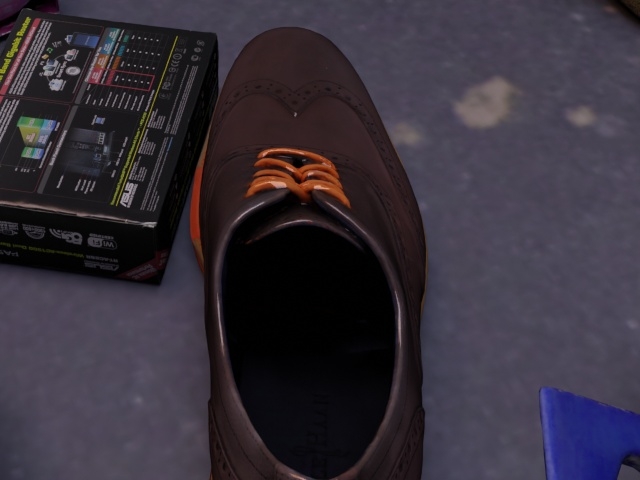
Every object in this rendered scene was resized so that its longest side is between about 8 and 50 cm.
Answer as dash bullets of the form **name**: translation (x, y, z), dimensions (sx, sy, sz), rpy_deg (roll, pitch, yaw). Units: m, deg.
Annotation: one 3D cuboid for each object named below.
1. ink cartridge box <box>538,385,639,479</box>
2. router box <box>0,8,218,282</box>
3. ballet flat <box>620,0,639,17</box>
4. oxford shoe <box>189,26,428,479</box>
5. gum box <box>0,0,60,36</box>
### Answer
- **ink cartridge box**: translation (0.255, 0.117, 0.342), dimensions (0.396, 0.151, 0.270), rpy_deg (3, 49, 2)
- **router box**: translation (-0.100, -0.043, 0.529), dimensions (0.092, 0.038, 0.122), rpy_deg (9, 49, 4)
- **ballet flat**: translation (0.151, -0.277, 0.600), dimensions (0.123, 0.123, 0.348), rpy_deg (-2, 82, -4)
- **oxford shoe**: translation (0.000, 0.000, 0.457), dimensions (0.097, 0.098, 0.271), rpy_deg (-3, 50, -5)
- **gum box**: translation (-0.233, -0.123, 0.574), dimensions (0.188, 0.062, 0.107), rpy_deg (-29, 56, -24)
